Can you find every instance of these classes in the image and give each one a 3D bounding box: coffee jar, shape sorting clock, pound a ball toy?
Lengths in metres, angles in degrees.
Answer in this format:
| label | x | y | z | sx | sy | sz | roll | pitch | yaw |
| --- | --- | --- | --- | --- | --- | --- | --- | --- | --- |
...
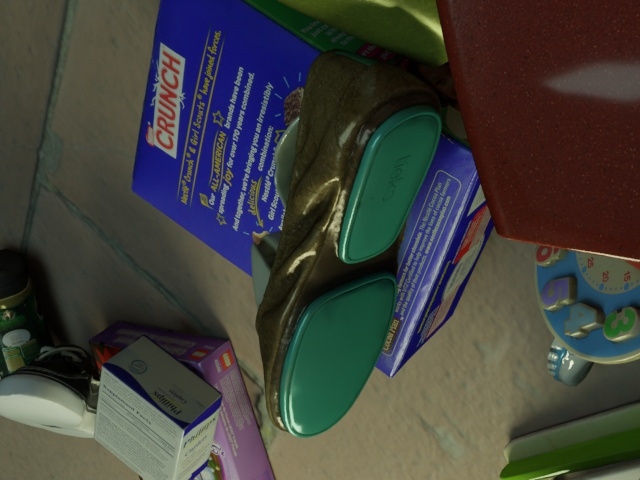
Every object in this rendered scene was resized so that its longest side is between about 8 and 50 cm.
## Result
| label | x | y | z | sx | sy | sz | roll | pitch | yaw |
| --- | --- | --- | --- | --- | --- | --- | --- | --- | --- |
| coffee jar | -0.403 | 0.107 | 1.506 | 0.096 | 0.079 | 0.184 | -123 | 18 | -64 |
| shape sorting clock | 0.216 | -0.015 | 0.810 | 0.040 | 0.206 | 0.206 | 19 | 148 | -27 |
| pound a ball toy | 0.215 | 0.257 | 0.965 | 0.319 | 0.208 | 0.136 | -31 | 94 | 48 |

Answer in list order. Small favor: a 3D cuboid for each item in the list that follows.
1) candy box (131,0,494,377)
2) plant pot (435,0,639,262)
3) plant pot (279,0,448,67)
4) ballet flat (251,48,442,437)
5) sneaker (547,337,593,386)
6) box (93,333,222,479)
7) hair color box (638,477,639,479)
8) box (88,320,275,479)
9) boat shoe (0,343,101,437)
| label | x | y | z | sx | sy | sz | roll | pitch | yaw |
| --- | --- | --- | --- | --- | --- | --- | --- | --- | --- |
| candy box | -0.001 | -0.081 | 0.993 | 0.317 | 0.122 | 0.268 | 35 | 136 | 17 |
| plant pot | 0.220 | -0.112 | 0.614 | 0.267 | 0.267 | 0.236 | 11 | 105 | 37 |
| plant pot | 0.014 | -0.265 | 0.779 | 0.293 | 0.275 | 0.275 | 40 | 140 | -12 |
| ballet flat | 0.000 | 0.000 | 0.888 | 0.124 | 0.116 | 0.342 | 47 | 142 | 35 |
| sneaker | 0.241 | 0.057 | 0.911 | 0.083 | 0.071 | 0.191 | 29 | 134 | 17 |
| box | -0.186 | 0.201 | 1.303 | 0.126 | 0.072 | 0.137 | 34 | 135 | 19 |
| hair color box | 0.359 | 0.244 | 0.727 | 0.339 | 0.110 | 0.185 | 22 | 134 | 10 |
| box | -0.159 | 0.246 | 1.409 | 0.201 | 0.057 | 0.293 | 4 | 120 | 40 |
| boat shoe | -0.317 | 0.174 | 1.393 | 0.108 | 0.102 | 0.301 | 6 | 165 | 5 |
